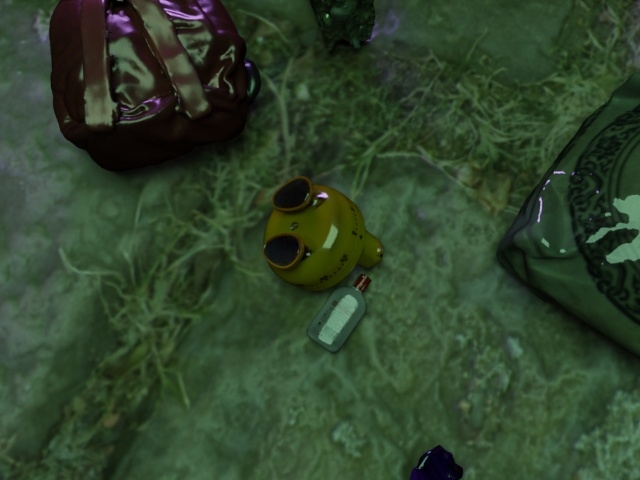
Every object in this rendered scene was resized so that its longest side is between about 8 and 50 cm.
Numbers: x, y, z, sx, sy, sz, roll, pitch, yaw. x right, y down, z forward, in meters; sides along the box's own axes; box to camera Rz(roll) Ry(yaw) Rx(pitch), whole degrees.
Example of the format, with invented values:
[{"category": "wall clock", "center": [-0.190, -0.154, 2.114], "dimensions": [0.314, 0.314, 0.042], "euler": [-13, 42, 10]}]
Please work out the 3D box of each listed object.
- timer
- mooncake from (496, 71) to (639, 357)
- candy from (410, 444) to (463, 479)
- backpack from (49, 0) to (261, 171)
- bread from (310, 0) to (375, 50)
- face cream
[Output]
[{"category": "timer", "center": [0.000, 0.000, 0.716], "dimensions": [0.107, 0.109, 0.107], "euler": [-15, 62, 30]}, {"category": "mooncake", "center": [0.328, -0.015, 0.661], "dimensions": [0.250, 0.136, 0.254], "euler": [32, 79, 9]}, {"category": "candy", "center": [0.049, 0.322, 0.620], "dimensions": [0.275, 0.070, 0.145], "euler": [-39, 83, -9]}, {"category": "backpack", "center": [-0.185, -0.189, 0.748], "dimensions": [0.229, 0.139, 0.229], "euler": [-1, 78, 3]}, {"category": "bread", "center": [0.013, -0.293, 0.774], "dimensions": [0.064, 0.173, 0.232], "euler": [-15, 29, 0]}, {"category": "face cream", "center": [0.023, 0.070, 0.717], "dimensions": [0.040, 0.021, 0.083], "euler": [34, 79, 13]}]
